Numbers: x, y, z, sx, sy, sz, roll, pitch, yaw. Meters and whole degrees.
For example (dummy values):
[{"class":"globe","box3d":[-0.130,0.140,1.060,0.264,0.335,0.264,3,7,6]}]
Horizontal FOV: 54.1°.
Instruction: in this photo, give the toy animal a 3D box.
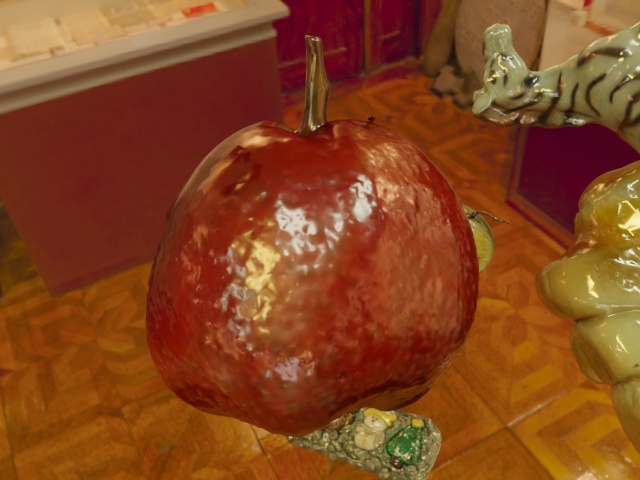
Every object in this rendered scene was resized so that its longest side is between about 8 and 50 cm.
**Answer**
[{"class":"toy animal","box3d":[0.263,-0.138,0.499,0.255,0.170,0.090,30,15,30]}]

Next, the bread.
[{"class":"bread","box3d":[0.420,0.071,0.711,0.300,0.210,0.341,-34,72,4]}]

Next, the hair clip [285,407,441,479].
[{"class":"hair clip","box3d":[0.056,0.342,1.158,0.321,0.091,0.138,5,46,36]}]

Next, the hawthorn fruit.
[{"class":"hawthorn fruit","box3d":[0.000,0.000,0.431,0.230,0.266,0.210,0,19,-20]}]

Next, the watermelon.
[{"class":"watermelon","box3d":[0.336,-0.013,1.571,0.204,0.232,0.127,20,38,7]}]
